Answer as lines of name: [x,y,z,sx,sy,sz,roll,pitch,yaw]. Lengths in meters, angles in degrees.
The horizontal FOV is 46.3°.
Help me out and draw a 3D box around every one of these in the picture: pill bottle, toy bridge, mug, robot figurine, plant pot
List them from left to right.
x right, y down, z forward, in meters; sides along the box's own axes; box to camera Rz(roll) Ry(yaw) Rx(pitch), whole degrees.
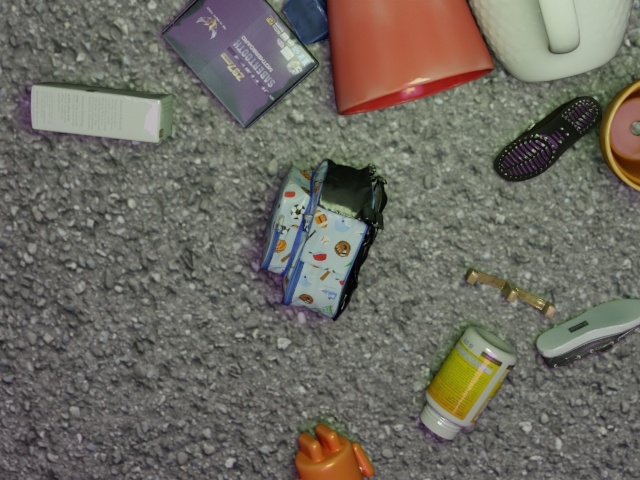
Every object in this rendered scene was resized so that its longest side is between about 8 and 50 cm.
robot figurine: [0.025,0.491,1.539,0.128,0.158,0.219,-10,104,27]
plant pot: [0.131,-0.365,1.268,0.275,0.275,0.243,-15,93,5]
pill bottle: [0.288,0.286,1.487,0.117,0.117,0.215,29,102,-6]
toy bridge: [0.372,0.100,1.466,0.188,0.063,0.026,24,104,-3]
mug: [0.359,-0.422,1.181,0.276,0.374,0.328,-11,111,19]
plant pot: [0.584,-0.191,1.320,0.205,0.188,0.205,1,101,6]

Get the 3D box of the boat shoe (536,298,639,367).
boat shoe: [0.545,0.191,1.484,0.228,0.080,0.076,-26,120,4]

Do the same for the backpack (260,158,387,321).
backpack: [0.000,0.000,1.357,0.213,0.276,0.263,12,111,3]

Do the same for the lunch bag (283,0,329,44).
lunch bag: [-0.012,-0.401,1.345,0.067,0.065,0.098,-25,101,28]

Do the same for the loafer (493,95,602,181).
loafer: [0.423,-0.187,1.389,0.220,0.078,0.080,-35,97,27]

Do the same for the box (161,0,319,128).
box: [-0.144,-0.349,1.364,0.183,0.059,0.233,-39,100,11]

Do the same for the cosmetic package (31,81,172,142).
cosmetic package: [-0.395,-0.236,1.369,0.231,0.117,0.086,5,105,-1]
